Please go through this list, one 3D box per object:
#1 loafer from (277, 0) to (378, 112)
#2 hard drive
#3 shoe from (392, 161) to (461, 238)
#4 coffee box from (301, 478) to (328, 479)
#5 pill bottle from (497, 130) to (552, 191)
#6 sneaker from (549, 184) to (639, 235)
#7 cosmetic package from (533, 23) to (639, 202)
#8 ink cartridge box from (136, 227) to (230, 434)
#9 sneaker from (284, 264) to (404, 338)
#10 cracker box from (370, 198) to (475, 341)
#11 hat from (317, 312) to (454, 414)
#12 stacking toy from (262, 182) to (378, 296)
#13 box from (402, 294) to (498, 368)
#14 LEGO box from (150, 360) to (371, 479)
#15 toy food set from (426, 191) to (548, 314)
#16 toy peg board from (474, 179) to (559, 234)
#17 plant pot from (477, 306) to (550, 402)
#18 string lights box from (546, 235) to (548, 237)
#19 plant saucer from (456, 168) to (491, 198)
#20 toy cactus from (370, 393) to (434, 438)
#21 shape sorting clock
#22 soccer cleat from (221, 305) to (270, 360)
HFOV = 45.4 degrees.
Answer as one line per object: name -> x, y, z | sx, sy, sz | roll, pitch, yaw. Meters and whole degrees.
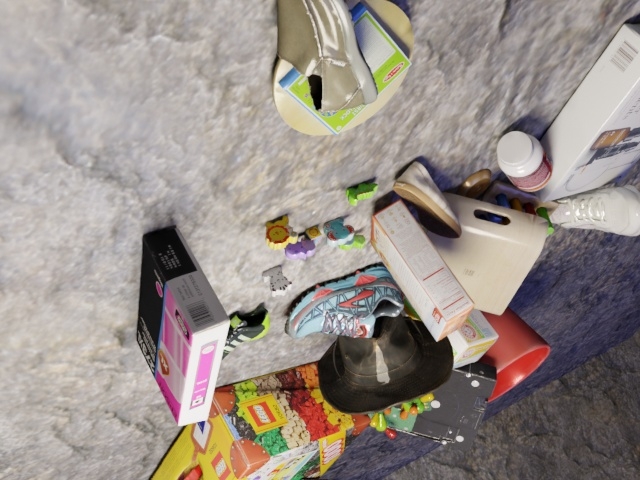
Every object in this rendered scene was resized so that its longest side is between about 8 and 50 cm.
loafer -> -0.008, -0.229, 0.865 | 0.087, 0.094, 0.251 | -30, 139, 2
hard drive -> 0.230, 0.364, 1.848 | 0.064, 0.338, 0.237 | -69, 171, -60
shoe -> 0.206, -0.068, 1.388 | 0.219, 0.076, 0.058 | 40, 68, -48
coffee box -> -0.095, 0.713, 1.862 | 0.297, 0.119, 0.168 | -39, 153, 9
pill bottle -> 0.388, -0.153, 1.460 | 0.086, 0.086, 0.152 | -41, 153, 13
sneaker -> 0.601, -0.058, 1.700 | 0.152, 0.114, 0.305 | -12, -173, -12
cosmetic package -> 0.602, -0.255, 1.527 | 0.284, 0.097, 0.377 | -17, 148, -36
ink cartridge box -> -0.223, 0.162, 1.192 | 0.069, 0.176, 0.371 | -20, 150, -26
sneaker -> 0.055, 0.142, 1.525 | 0.261, 0.125, 0.104 | -23, 149, -21
cracker box -> 0.179, 0.057, 1.384 | 0.067, 0.232, 0.156 | -30, 163, -8
hat -> 0.124, 0.216, 1.628 | 0.331, 0.331, 0.134 | -25, 116, -18
stacking toy -> 0.000, 0.000, 1.315 | 0.221, 0.052, 0.167 | -24, 151, -21
box -> 0.294, 0.184, 1.772 | 0.114, 0.203, 0.103 | -10, 144, -39
LEGO box -> -0.169, 0.530, 1.829 | 0.372, 0.193, 0.500 | -8, 143, -42
toy food set -> 0.311, 0.031, 1.587 | 0.219, 0.092, 0.306 | 15, 142, 2
toy peg board -> 0.400, -0.025, 1.613 | 0.160, 0.079, 0.161 | 15, 131, -19
plant pot -> 0.418, 0.263, 1.994 | 0.274, 0.243, 0.275 | -26, 152, -15
string lights box -> 0.415, 0.052, 1.832 | 0.133, 0.077, 0.260 | -8, 142, -42
plant saucer -> 0.310, -0.108, 1.525 | 0.083, 0.015, 0.083 | -26, 151, -16
toy cactus -> 0.156, 0.358, 1.778 | 0.112, 0.180, 0.219 | -51, 171, -50
shape sorting clock -> 0.031, -0.224, 0.997 | 0.206, 0.040, 0.206 | -18, 138, -17
soccer cleat -> -0.171, 0.174, 1.410 | 0.178, 0.060, 0.072 | -26, 143, -30
